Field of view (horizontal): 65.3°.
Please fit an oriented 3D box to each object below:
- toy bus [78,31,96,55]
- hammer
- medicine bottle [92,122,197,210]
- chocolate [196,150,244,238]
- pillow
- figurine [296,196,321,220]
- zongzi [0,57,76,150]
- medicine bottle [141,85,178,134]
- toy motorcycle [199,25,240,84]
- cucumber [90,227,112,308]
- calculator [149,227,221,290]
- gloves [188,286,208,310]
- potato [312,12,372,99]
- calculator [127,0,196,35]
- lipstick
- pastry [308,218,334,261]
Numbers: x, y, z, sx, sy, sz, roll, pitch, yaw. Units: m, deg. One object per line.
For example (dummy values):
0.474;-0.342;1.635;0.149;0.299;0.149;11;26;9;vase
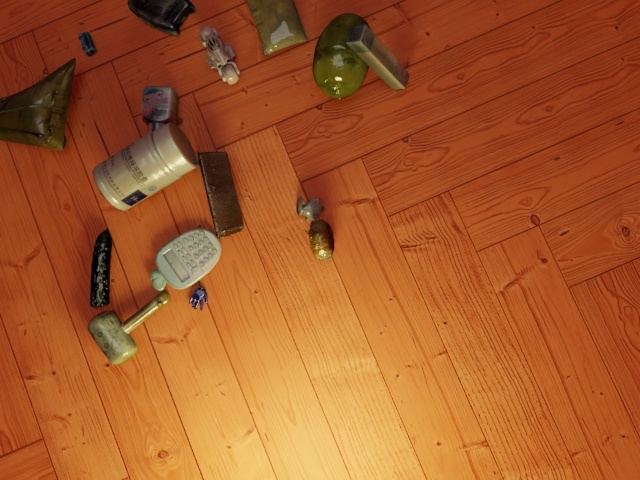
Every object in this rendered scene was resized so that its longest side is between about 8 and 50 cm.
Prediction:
-0.915;-0.772;1.960;0.045;0.038;0.083;-21;85;-3;toy bus
-0.678;0.294;1.831;0.305;0.113;0.202;-37;87;-10;hammer
-0.628;-0.269;1.814;0.332;0.190;0.190;-30;84;5;medicine bottle
-0.369;-0.178;1.847;0.111;0.112;0.322;-13;83;-15;chocolate
-0.181;-0.880;1.923;0.184;0.075;0.303;-19;87;3;pillow
-0.043;-0.116;1.855;0.086;0.082;0.095;0;110;-13;figurine
-1.098;-0.541;1.885;0.322;0.160;0.361;11;86;2;zongzi
-0.610;-0.480;1.892;0.119;0.094;0.188;2;85;2;medicine bottle
-0.388;-0.712;1.899;0.112;0.112;0.255;-29;83;-1;toy motorcycle
-0.816;0.102;1.863;0.071;0.072;0.301;-1;83;2;cucumber
-0.506;0.075;1.866;0.295;0.042;0.184;-36;85;-4;calculator
-0.450;0.218;1.856;0.064;0.026;0.086;27;86;2;gloves
0.085;-0.675;1.828;0.215;0.216;0.305;25;88;4;potato
-0.634;-0.928;1.967;0.268;0.040;0.177;31;85;9;calculator
0.211;-0.644;1.776;0.068;0.317;0.066;12;82;40;lipstick
0.004;-0.002;1.799;0.081;0.153;0.154;-4;85;10;pastry
